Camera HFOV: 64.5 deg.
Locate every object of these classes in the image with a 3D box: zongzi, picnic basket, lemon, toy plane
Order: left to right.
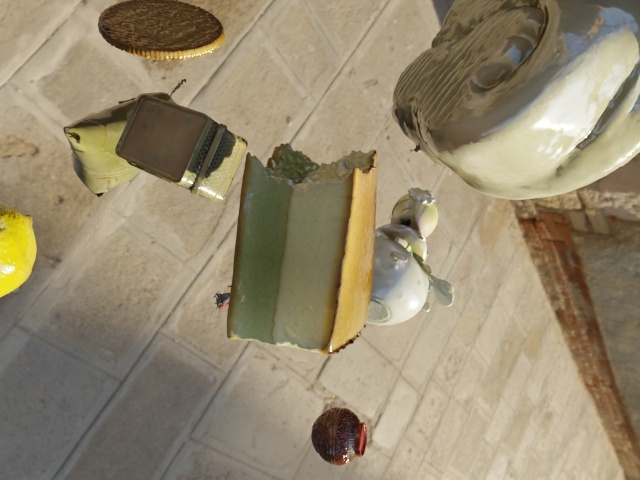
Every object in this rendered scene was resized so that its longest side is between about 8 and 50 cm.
[{"bbox_3d":[-0.763,0.024,1.105,0.253,0.228,0.229,-17,113,-13],"label":"lemon"},{"bbox_3d":[-0.494,-0.338,1.394,0.181,0.418,0.447,46,72,-5],"label":"zongzi"},{"bbox_3d":[-0.315,-0.207,1.140,0.139,0.266,0.165,25,88,-59],"label":"picnic basket"},{"bbox_3d":[-0.244,0.152,1.351,0.060,0.145,0.037,0,64,-29],"label":"toy plane"}]

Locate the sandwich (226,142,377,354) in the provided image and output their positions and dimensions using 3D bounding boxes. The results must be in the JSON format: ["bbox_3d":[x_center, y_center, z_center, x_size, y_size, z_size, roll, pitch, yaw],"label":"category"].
[{"bbox_3d":[0.000,0.000,0.505,0.220,0.108,0.186,10,88,-77],"label":"sandwich"}]

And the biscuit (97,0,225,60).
[{"bbox_3d":[-0.389,-0.524,1.259,0.305,0.305,0.038,-33,151,-35],"label":"biscuit"}]

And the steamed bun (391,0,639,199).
[{"bbox_3d":[0.274,-0.196,0.619,0.255,0.368,0.342,37,102,-23],"label":"steamed bun"}]

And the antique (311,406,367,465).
[{"bbox_3d":[0.031,0.350,0.911,0.104,0.104,0.104,-11,106,-43],"label":"antique"}]

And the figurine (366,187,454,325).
[{"bbox_3d":[0.198,0.032,1.160,0.274,0.227,0.394,33,48,-4],"label":"figurine"}]
